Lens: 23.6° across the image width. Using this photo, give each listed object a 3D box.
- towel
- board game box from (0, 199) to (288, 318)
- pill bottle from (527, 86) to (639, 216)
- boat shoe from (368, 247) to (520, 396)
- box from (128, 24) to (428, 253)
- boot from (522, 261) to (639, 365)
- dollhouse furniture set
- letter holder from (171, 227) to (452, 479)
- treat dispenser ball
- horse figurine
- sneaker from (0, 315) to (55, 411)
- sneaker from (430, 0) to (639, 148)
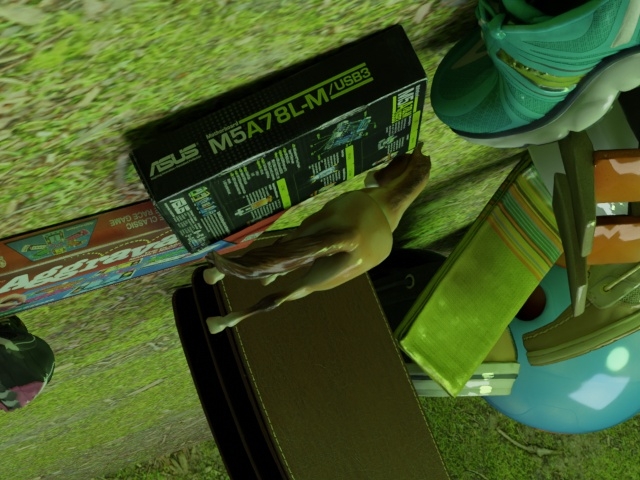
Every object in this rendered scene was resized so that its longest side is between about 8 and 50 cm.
[{"bbox_3d":[0.171,0.034,1.505,0.237,0.102,0.021,-52,-155,-13],"label":"towel"},{"bbox_3d":[-0.152,0.007,1.146,0.281,0.027,0.145,-17,168,-30],"label":"board game box"},{"bbox_3d":[0.289,-0.115,1.068,0.278,0.162,0.162,-29,168,34],"label":"pill bottle"},{"bbox_3d":[0.094,0.086,1.760,0.187,0.155,0.500,-1,179,-14],"label":"boat shoe"},{"bbox_3d":[-0.022,-0.060,1.002,0.184,0.045,0.190,-28,171,-2],"label":"box"},{"bbox_3d":[0.263,-0.018,1.411,0.262,0.203,0.095,-33,176,22],"label":"boot"},{"bbox_3d":[0.290,0.019,1.004,0.262,0.135,0.259,-4,148,2],"label":"dollhouse furniture set"},{"bbox_3d":[-0.034,0.156,1.407,0.152,0.301,0.214,-29,168,36],"label":"letter holder"},{"bbox_3d":[0.305,0.096,1.892,0.288,0.288,0.288,-22,171,-4],"label":"treat dispenser ball"},{"bbox_3d":[0.000,0.000,1.170,0.175,0.066,0.263,-25,-177,14],"label":"horse figurine"},{"bbox_3d":[-0.257,0.083,1.202,0.178,0.072,0.077,-5,-146,49],"label":"sneaker"},{"bbox_3d":[0.135,-0.134,0.887,0.110,0.107,0.275,15,160,-22],"label":"sneaker"}]
